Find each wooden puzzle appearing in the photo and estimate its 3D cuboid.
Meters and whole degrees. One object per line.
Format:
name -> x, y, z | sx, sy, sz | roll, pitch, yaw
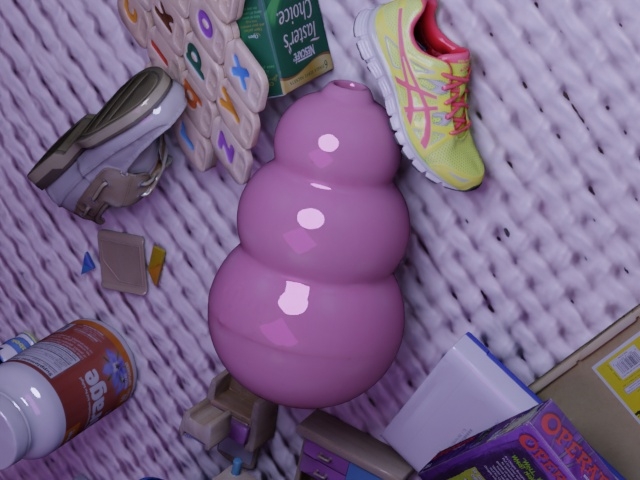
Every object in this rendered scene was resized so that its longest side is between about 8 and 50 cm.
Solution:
wooden puzzle -> -0.232, 0.026, 1.906 | 0.116, 0.014, 0.078 | 17, 114, 25

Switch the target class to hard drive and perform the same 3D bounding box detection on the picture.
hard drive -> 0.221, 0.261, 1.669 | 0.319, 0.040, 0.210 | 44, 143, 10

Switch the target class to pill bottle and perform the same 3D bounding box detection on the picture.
pill bottle -> -0.325, 0.184, 1.903 | 0.121, 0.216, 0.121 | 13, 117, 28

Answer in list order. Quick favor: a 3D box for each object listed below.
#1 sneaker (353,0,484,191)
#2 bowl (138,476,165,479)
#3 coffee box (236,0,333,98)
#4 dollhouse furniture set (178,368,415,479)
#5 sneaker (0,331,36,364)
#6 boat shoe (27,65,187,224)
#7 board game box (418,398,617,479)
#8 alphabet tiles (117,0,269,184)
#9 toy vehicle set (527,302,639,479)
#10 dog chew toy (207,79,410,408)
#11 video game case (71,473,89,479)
sneaker -> 0.114, -0.146, 1.572 | 0.094, 0.081, 0.208 | -25, 95, 35
bowl -> -0.101, 0.421, 1.785 | 0.077, 0.391, 0.391 | -43, 84, 3
coffee box -> -0.045, -0.243, 1.612 | 0.040, 0.113, 0.184 | -4, 106, 30
dollhouse furniture set -> -0.081, 0.332, 1.757 | 0.286, 0.303, 0.198 | 25, 121, 21
sneaker -> -0.416, 0.168, 2.052 | 0.053, 0.059, 0.144 | 49, 128, 2
boat shoe -> -0.214, -0.100, 1.769 | 0.103, 0.113, 0.302 | 44, 150, -14
board game box -> 0.268, 0.330, 1.606 | 0.347, 0.056, 0.208 | 52, 148, -1
alphabet tiles -> -0.132, -0.204, 1.659 | 0.278, 0.021, 0.284 | 54, 151, 26
toy vehicle set -> 0.338, 0.148, 1.582 | 0.166, 0.035, 0.267 | 50, 127, 4
dog chew toy -> 0.000, 0.000, 1.642 | 0.207, 0.207, 0.331 | 20, 110, 24
video game case -> -0.272, 0.476, 2.092 | 0.244, 0.061, 0.269 | 35, 124, 17
